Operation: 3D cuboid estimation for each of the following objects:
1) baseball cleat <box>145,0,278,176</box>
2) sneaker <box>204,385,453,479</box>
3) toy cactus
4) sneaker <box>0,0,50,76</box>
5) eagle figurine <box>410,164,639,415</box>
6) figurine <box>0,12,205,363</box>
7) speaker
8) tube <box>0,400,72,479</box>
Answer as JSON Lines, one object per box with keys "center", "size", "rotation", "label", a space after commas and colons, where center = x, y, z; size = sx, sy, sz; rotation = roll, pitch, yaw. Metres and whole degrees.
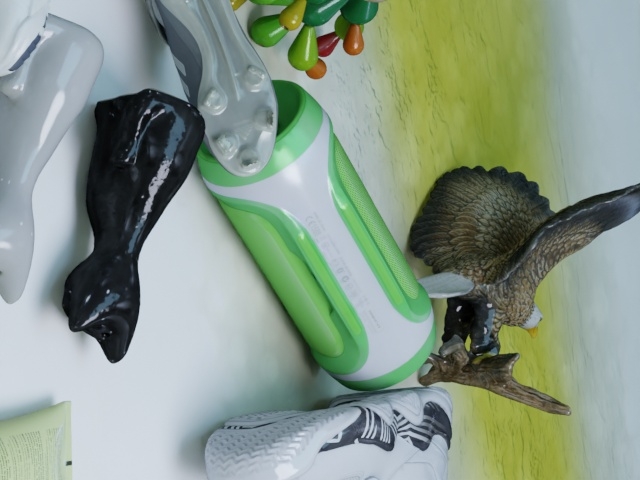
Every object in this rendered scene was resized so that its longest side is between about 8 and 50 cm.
{"center": [-0.091, -0.151, 1.509], "size": [0.072, 0.109, 0.206], "rotation": [-16, 93, -15], "label": "baseball cleat"}
{"center": [0.028, 0.248, 1.624], "size": [0.366, 0.137, 0.210], "rotation": [-3, 85, -62], "label": "sneaker"}
{"center": [0.015, -0.232, 1.658], "size": [0.219, 0.180, 0.112], "rotation": [29, 40, -59], "label": "toy cactus"}
{"center": [-0.272, -0.234, 1.248], "size": [0.153, 0.094, 0.235], "rotation": [4, 82, -57], "label": "sneaker"}
{"center": [0.202, 0.024, 1.893], "size": [0.225, 0.226, 0.298], "rotation": [105, 11, -72], "label": "eagle figurine"}
{"center": [-0.190, -0.036, 1.367], "size": [0.215, 0.092, 0.209], "rotation": [35, 60, -51], "label": "figurine"}
{"center": [0.000, 0.000, 1.631], "size": [0.296, 0.131, 0.131], "rotation": [60, 39, -36], "label": "speaker"}
{"center": [-0.242, 0.167, 1.275], "size": [0.070, 0.062, 0.240], "rotation": [-54, 159, 16], "label": "tube"}
